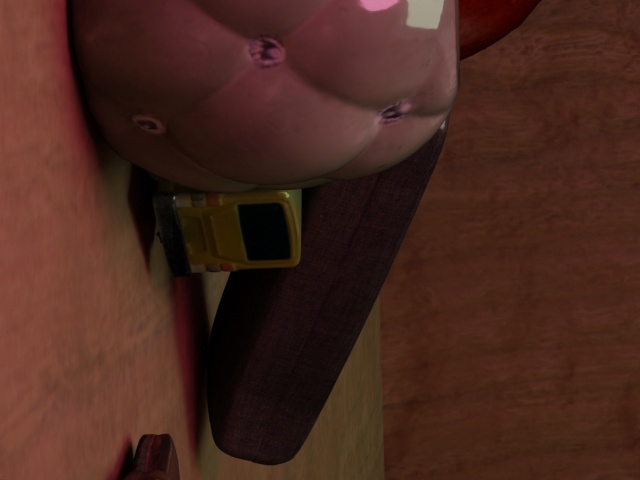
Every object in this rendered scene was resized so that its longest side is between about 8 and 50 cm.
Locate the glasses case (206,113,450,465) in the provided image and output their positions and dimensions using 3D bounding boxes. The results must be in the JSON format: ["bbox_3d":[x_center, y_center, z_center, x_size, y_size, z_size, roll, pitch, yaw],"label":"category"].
[{"bbox_3d":[0.000,0.000,1.262,0.131,0.074,0.323,-97,-155,-51],"label":"glasses case"}]

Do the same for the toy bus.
[{"bbox_3d":[-0.054,-0.070,1.173,0.088,0.101,0.175,81,8,-53],"label":"toy bus"}]

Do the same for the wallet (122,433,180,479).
[{"bbox_3d":[-0.094,0.181,1.040,0.152,0.039,0.118,-85,175,-70],"label":"wallet"}]

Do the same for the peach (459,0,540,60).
[{"bbox_3d":[0.060,-0.328,1.637,0.416,0.353,0.339,-50,167,4],"label":"peach"}]

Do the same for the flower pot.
[{"bbox_3d":[-0.023,-0.142,1.025,0.246,0.195,0.246,-2,90,-84],"label":"flower pot"}]
